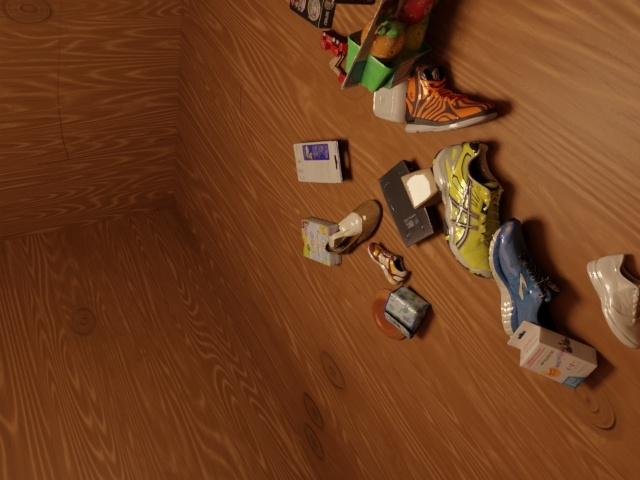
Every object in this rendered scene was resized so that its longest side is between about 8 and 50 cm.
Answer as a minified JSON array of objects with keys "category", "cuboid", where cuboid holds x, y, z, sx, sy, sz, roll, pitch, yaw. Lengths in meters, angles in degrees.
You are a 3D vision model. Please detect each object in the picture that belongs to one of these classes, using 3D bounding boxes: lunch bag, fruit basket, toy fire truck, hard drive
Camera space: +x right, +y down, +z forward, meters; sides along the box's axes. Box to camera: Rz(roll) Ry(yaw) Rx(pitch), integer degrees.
[{"category":"lunch bag","cuboid":[0.290,0.254,1.739,0.129,0.096,0.151,39,136,30]},{"category":"fruit basket","cuboid":[0.222,-0.566,1.306,0.165,0.327,0.353,47,141,7]},{"category":"toy fire truck","cuboid":[0.060,-0.652,1.775,0.192,0.047,0.135,47,141,39]},{"category":"hard drive","cuboid":[0.289,-0.120,1.626,0.172,0.054,0.254,-38,70,59]}]

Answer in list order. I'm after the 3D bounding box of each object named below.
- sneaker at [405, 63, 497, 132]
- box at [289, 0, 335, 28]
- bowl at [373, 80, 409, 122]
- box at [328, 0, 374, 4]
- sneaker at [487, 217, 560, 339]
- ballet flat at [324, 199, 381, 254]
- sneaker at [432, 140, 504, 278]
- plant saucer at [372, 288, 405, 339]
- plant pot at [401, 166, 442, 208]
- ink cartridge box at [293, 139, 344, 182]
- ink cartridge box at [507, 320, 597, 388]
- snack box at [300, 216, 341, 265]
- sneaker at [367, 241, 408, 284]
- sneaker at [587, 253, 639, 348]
[{"category":"sneaker","cuboid":[0.334,-0.393,1.368,0.321,0.125,0.180,13,115,56]},{"category":"box","cuboid":[-0.016,-0.923,1.767,0.216,0.060,0.270,50,142,36]},{"category":"bowl","cuboid":[0.219,-0.451,1.601,0.142,0.053,0.142,33,129,47]},{"category":"box","cuboid":[0.066,-0.852,1.558,0.203,0.167,0.168,49,141,36]},{"category":"sneaker","cuboid":[0.536,0.098,1.283,0.147,0.130,0.329,-6,104,48]},{"category":"ballet flat","cuboid":[0.106,-0.035,1.897,0.116,0.124,0.342,65,148,15]},{"category":"sneaker","cuboid":[0.419,-0.083,1.351,0.147,0.145,0.384,-21,86,60]},{"category":"plant saucer","cuboid":[0.256,0.280,1.878,0.200,0.037,0.199,31,128,49]},{"category":"plant pot","cuboid":[0.328,-0.168,1.504,0.096,0.109,0.109,-33,75,47]},{"category":"ink cartridge box","cuboid":[0.007,-0.315,1.995,0.333,0.065,0.165,15,116,57]},{"category":"ink cartridge box","cuboid":[0.573,0.285,1.248,0.181,0.061,0.104,22,131,8]},{"category":"snack box","cuboid":[0.000,0.000,2.138,0.207,0.070,0.174,17,117,53]},{"category":"sneaker","cuboid":[0.245,0.065,1.783,0.185,0.070,0.084,54,135,21]},{"category":"sneaker","cuboid":[0.676,0.132,1.101,0.094,0.080,0.212,-32,74,46]}]
